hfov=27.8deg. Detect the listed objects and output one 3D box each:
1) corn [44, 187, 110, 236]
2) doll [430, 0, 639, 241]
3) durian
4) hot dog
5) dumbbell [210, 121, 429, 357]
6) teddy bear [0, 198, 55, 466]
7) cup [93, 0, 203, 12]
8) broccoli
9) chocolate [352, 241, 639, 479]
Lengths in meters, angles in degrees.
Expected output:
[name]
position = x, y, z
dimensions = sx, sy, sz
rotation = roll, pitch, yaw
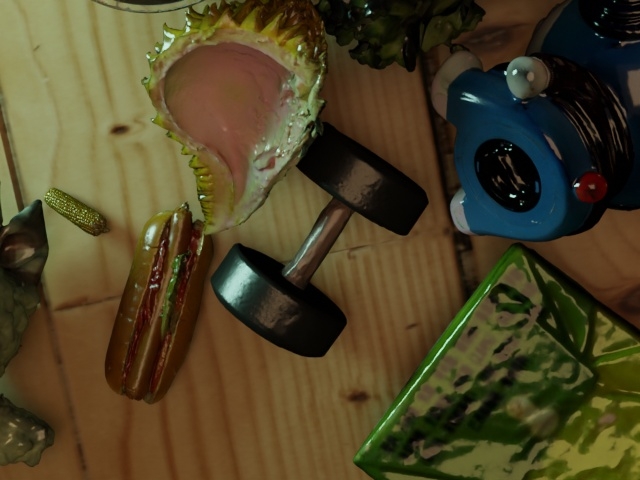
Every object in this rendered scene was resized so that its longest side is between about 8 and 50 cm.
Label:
[corn]
position = -0.274, -0.031, 1.461
dimensions = 0.083, 0.028, 0.027
rotation = 33, 77, 0
[doll]
position = 0.284, -0.132, 1.294
dimensions = 0.240, 0.310, 0.284
rotation = 30, 139, 35
[durian]
position = -0.078, -0.168, 1.334
dimensions = 0.185, 0.305, 0.196
rotation = 19, 53, -3
[hot dog]
position = -0.181, 0.069, 1.452
dimensions = 0.092, 0.062, 0.236
rotation = 15, 97, 5
[dumbbell]
position = 0.000, 0.000, 1.384
dimensions = 0.152, 0.152, 0.218
rotation = 34, 98, -1
[teddy bear]
position = -0.411, 0.182, 1.362
dimensions = 0.362, 0.375, 0.327
rotation = -40, 136, 25
[cup]
position = -0.149, -0.352, 1.292
dimensions = 0.253, 0.274, 0.253
rotation = 1, 99, 4
[broccoli]
position = 0.135, -0.320, 1.292
dimensions = 0.280, 0.293, 0.348
rotation = 19, 60, 6
[chocolate]
position = 0.235, 0.195, 1.404
dimensions = 0.288, 0.137, 0.301
rotation = 36, 99, -1
